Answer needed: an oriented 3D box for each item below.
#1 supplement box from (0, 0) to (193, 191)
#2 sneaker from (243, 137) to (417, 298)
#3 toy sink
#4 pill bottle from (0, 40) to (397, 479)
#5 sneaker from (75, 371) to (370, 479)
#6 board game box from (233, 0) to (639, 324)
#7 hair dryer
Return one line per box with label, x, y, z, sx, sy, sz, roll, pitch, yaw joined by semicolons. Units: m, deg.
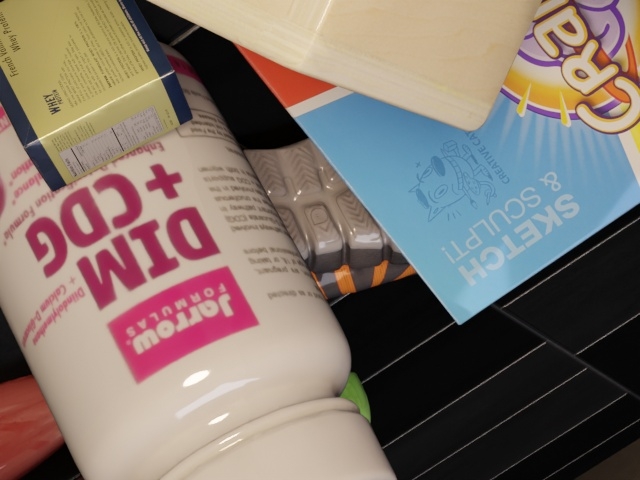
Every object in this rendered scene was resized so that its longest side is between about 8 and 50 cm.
supplement box;-0.123;-0.086;0.857;0.083;0.083;0.056;-28;158;-5
sneaker;0.000;0.000;1.180;0.321;0.124;0.180;-8;155;-21
toy sink;-0.030;-0.159;0.717;0.153;0.234;0.131;12;104;-58
pill bottle;-0.082;0.043;0.919;0.160;0.283;0.160;-26;158;-11
sneaker;-0.165;0.263;1.393;0.483;0.185;0.202;-31;171;-14
board game box;0.127;-0.141;0.855;0.316;0.242;0.064;-36;-166;14
hair dryer;-0.283;0.173;1.275;0.294;0.080;0.223;-32;175;20
